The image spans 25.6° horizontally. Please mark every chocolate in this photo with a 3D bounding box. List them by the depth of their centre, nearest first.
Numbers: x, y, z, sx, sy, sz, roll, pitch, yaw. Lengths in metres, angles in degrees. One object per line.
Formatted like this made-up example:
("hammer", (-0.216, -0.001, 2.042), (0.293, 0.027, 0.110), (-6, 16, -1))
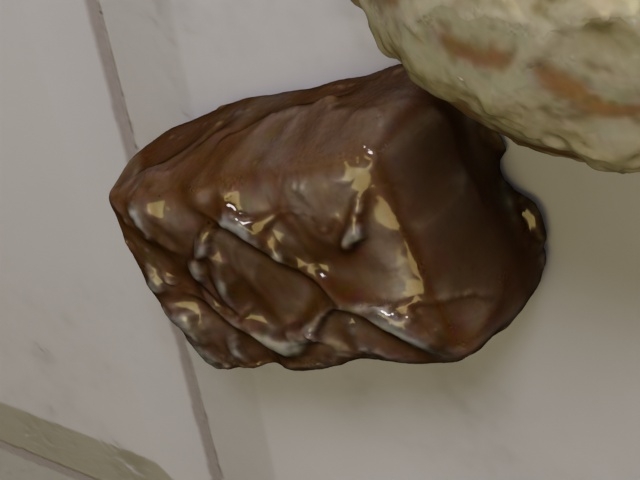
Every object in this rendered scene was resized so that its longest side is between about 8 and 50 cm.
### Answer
("chocolate", (0.000, 0.000, 0.737), (0.214, 0.093, 0.148), (-7, 122, 43))

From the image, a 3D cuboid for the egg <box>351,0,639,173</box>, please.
("egg", (0.114, -0.123, 0.452), (0.245, 0.203, 0.203), (2, 126, 39))
